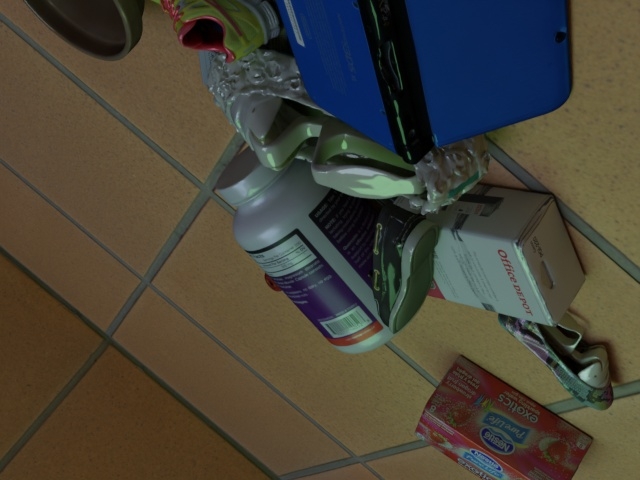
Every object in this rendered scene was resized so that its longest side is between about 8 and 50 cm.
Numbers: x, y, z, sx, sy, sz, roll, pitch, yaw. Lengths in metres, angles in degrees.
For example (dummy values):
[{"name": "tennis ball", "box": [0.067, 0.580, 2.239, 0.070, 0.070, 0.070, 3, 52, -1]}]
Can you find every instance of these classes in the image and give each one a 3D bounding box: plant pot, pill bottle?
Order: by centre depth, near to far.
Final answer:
[{"name": "plant pot", "box": [-0.314, -0.366, 1.382, 0.237, 0.110, 0.237, 31, 153, 18]}, {"name": "pill bottle", "box": [0.000, 0.000, 1.487, 0.323, 0.181, 0.181, 49, 153, -21]}]

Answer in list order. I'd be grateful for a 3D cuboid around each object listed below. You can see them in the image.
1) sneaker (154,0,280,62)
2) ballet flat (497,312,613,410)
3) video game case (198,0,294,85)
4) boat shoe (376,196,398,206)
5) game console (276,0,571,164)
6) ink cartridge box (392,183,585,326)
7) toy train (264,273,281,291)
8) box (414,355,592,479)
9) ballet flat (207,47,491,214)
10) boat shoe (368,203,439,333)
[{"name": "sneaker", "box": [-0.155, -0.279, 1.245, 0.208, 0.094, 0.081, 28, 154, 24]}, {"name": "ballet flat", "box": [0.342, 0.150, 1.421, 0.221, 0.077, 0.079, 43, 136, -8]}, {"name": "video game case", "box": [-0.037, -0.244, 1.300, 0.300, 0.036, 0.329, 31, 153, 16]}, {"name": "boat shoe", "box": [0.113, -0.045, 1.427, 0.125, 0.038, 0.046, 46, 154, -15]}, {"name": "game console", "box": [0.093, -0.236, 1.026, 0.250, 0.173, 0.293, 36, 159, 34]}, {"name": "ink cartridge box", "box": [0.211, 0.010, 1.326, 0.218, 0.092, 0.158, 15, 146, 45]}, {"name": "toy train", "box": [-0.076, 0.000, 1.700, 0.143, 0.105, 0.248, 55, 152, -10]}, {"name": "box", "box": [0.297, 0.324, 1.701, 0.257, 0.122, 0.128, 32, 154, 14]}, {"name": "ballet flat", "box": [0.002, -0.133, 1.232, 0.409, 0.147, 0.147, 19, 149, 29]}, {"name": "boat shoe", "box": [0.100, 0.037, 1.327, 0.069, 0.081, 0.228, 34, 148, 21]}]
